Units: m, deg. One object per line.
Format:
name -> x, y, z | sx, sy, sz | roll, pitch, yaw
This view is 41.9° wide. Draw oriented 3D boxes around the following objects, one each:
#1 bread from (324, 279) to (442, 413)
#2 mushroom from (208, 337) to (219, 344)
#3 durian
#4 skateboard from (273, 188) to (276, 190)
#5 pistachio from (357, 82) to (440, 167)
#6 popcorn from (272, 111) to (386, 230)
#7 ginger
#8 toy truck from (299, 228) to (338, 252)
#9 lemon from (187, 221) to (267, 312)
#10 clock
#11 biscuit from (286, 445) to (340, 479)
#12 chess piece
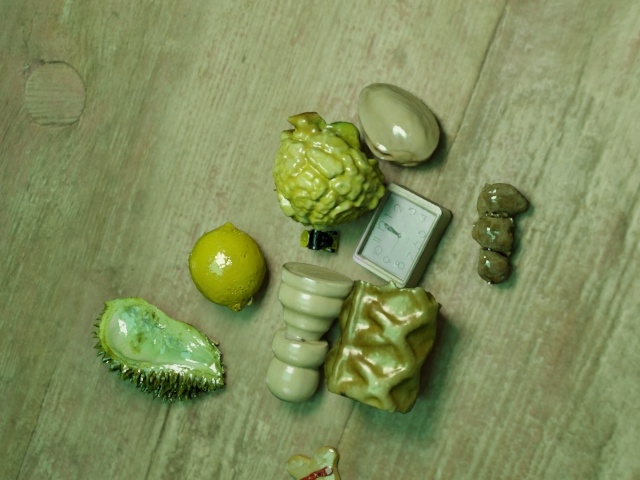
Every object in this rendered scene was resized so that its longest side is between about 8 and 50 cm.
bread -> 0.124, 0.209, 1.717 | 0.195, 0.238, 0.252 | 12, 86, -8
mushroom -> -0.367, 0.220, 2.088 | 0.286, 0.028, 0.026 | 18, 52, 28
durian -> -0.397, 0.282, 2.060 | 0.394, 0.163, 0.198 | 19, 64, 23
skateboard -> -0.064, -0.108, 1.942 | 0.083, 0.032, 0.064 | -9, 92, 25
pistachio -> 0.159, -0.243, 1.778 | 0.152, 0.126, 0.223 | -35, 61, -14
popcorn -> 0.011, -0.140, 1.762 | 0.224, 0.270, 0.258 | -25, 41, 7
ginger -> 0.351, -0.014, 1.675 | 0.104, 0.080, 0.204 | 11, 89, 23
toy truck -> 0.000, 0.000, 1.867 | 0.054, 0.083, 0.049 | 5, 89, 44
lemon -> -0.213, 0.064, 1.928 | 0.173, 0.173, 0.206 | -25, 83, 25
clock -> 0.171, -0.009, 1.779 | 0.147, 0.071, 0.192 | 32, 102, 27
biscuit -> 0.015, 0.575, 1.843 | 0.153, 0.030, 0.234 | -26, 74, 27
chess piece -> -0.035, 0.212, 1.841 | 0.167, 0.167, 0.300 | 18, 101, 29
